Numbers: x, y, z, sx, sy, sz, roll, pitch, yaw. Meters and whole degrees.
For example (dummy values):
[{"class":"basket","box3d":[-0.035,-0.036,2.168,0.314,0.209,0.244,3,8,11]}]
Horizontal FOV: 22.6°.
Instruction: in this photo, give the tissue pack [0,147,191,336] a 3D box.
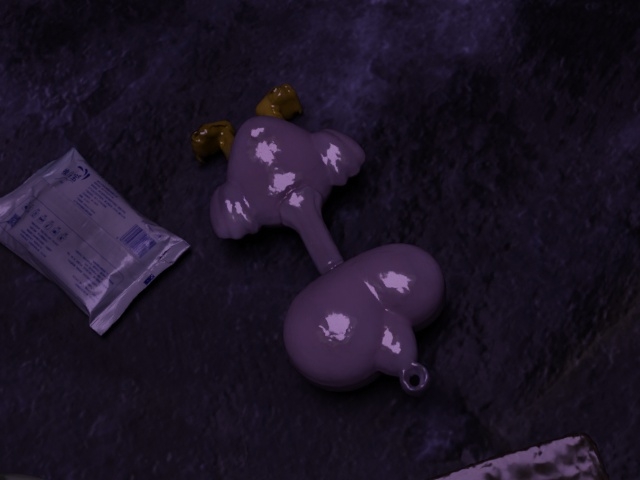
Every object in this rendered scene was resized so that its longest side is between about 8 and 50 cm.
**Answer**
[{"class":"tissue pack","box3d":[-0.232,-0.006,1.559,0.122,0.026,0.193,-45,62,-12]}]

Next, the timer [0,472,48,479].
[{"class":"timer","box3d":[-0.296,0.259,1.224,0.290,0.315,0.291,-12,42,11]}]

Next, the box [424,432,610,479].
[{"class":"box","box3d":[0.117,0.290,1.250,0.273,0.143,0.184,-21,60,2]}]

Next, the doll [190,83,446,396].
[{"class":"doll","box3d":[0.000,0.000,1.463,0.160,0.094,0.365,-29,59,-6]}]
